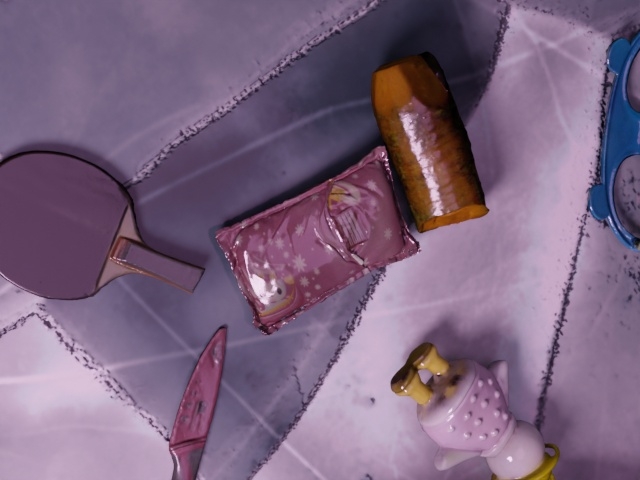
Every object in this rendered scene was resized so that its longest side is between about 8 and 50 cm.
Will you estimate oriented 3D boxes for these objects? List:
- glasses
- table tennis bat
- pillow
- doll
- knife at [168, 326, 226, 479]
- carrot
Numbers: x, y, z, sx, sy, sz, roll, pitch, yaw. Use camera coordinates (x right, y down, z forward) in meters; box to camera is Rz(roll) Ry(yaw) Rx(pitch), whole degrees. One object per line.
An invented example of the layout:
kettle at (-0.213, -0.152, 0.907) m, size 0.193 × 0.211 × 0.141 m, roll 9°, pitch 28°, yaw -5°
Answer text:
glasses at (0.384, -0.097, 1.504) m, size 0.102 × 0.207 × 0.239 m, roll 5°, pitch 95°, yaw -54°
table tennis bat at (-0.210, -0.001, 1.385) m, size 0.220 × 0.019 × 0.130 m, roll 23°, pitch 88°, yaw -17°
pillow at (0.000, 0.000, 1.440) m, size 0.185 × 0.043 × 0.118 m, roll -26°, pitch 103°, yaw -6°
doll at (0.160, 0.180, 1.485) m, size 0.207 × 0.081 × 0.129 m, roll 42°, pitch 69°, yaw -19°
knife at (-0.128, 0.200, 1.430) m, size 0.035 × 0.018 × 0.247 m, roll 15°, pitch 87°, yaw -15°
carrot at (0.102, -0.091, 1.445) m, size 0.082 × 0.082 × 0.173 m, roll -23°, pitch 97°, yaw -15°
